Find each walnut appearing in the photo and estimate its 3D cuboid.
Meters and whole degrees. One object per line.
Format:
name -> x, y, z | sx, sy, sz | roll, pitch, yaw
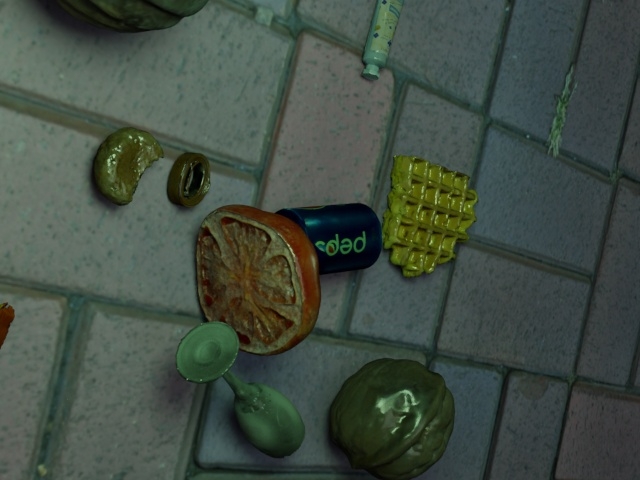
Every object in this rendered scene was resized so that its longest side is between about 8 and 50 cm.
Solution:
walnut -> 0.128, 0.317, 1.502 | 0.224, 0.224, 0.224 | -6, 100, -38

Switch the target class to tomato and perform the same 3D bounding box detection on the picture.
tomato -> -0.088, 0.052, 1.287 | 0.095, 0.236, 0.237 | -24, 111, -51

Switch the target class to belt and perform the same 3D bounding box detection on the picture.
belt -> -0.198, -0.092, 1.287 | 0.059, 0.036, 0.083 | 20, 84, -45

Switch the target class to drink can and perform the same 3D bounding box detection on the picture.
drink can -> 0.000, 0.000, 1.406 | 0.204, 0.118, 0.118 | -7, 101, -39

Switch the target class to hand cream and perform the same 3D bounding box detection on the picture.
hand cream -> 0.108, -0.366, 1.493 | 0.065, 0.043, 0.171 | 24, 76, -44

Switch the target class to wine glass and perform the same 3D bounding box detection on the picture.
wine glass -> -0.192, 0.255, 1.326 | 0.309, 0.264, 0.096 | 61, 23, -51

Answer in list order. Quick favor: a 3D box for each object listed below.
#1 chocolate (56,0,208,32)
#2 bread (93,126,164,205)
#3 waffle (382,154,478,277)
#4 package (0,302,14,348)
chocolate -> -0.236, -0.380, 1.084 | 0.303, 0.303, 0.213 | -33, 159, -31
bread -> -0.280, -0.111, 1.202 | 0.082, 0.060, 0.113 | 50, 64, -33
waffle -> 0.209, -0.031, 1.609 | 0.229, 0.057, 0.219 | 15, 87, -40
package -> -0.515, 0.155, 1.020 | 0.288, 0.108, 0.224 | 12, 87, -37
